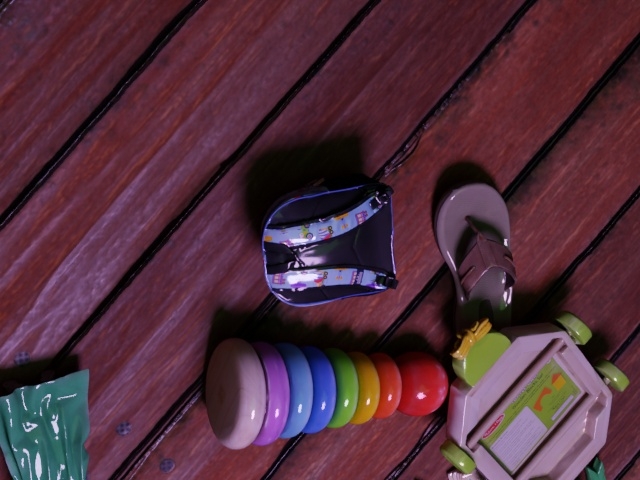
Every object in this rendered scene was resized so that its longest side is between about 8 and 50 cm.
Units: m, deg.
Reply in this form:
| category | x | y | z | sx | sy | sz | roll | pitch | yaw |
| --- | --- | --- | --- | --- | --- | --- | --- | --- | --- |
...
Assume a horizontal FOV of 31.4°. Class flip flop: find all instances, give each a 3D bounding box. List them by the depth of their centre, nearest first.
| category | x | y | z | sx | sy | sz | roll | pitch | yaw |
| --- | --- | --- | --- | --- | --- | --- | --- | --- | --- |
| flip flop | 0.224 | 0.047 | 1.561 | 0.112 | 0.080 | 0.277 | -13 | 111 | -17 |

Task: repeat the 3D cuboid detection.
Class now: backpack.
| category | x | y | z | sx | sy | sz | roll | pitch | yaw |
| --- | --- | --- | --- | --- | --- | --- | --- | --- | --- |
| backpack | 0.000 | 0.000 | 1.439 | 0.173 | 0.117 | 0.158 | -11 | 110 | -18 |

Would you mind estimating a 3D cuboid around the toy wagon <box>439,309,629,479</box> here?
| category | x | y | z | sx | sy | sz | roll | pitch | yaw |
| --- | --- | --- | --- | --- | --- | --- | --- | --- | --- |
| toy wagon | 0.279 | 0.219 | 1.592 | 0.267 | 0.068 | 0.344 | -47 | 121 | -8 |

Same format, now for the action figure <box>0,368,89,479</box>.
| category | x | y | z | sx | sy | sz | roll | pitch | yaw |
| --- | --- | --- | --- | --- | --- | --- | --- | --- | --- |
| action figure | -0.340 | 0.281 | 1.425 | 0.137 | 0.063 | 0.232 | -12 | 106 | -19 |

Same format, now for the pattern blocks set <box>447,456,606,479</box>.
| category | x | y | z | sx | sy | sz | roll | pitch | yaw |
| --- | --- | --- | --- | --- | --- | --- | --- | --- | --- |
| pattern blocks set | 0.285 | 0.371 | 1.713 | 0.325 | 0.026 | 0.285 | -11 | 111 | -18 |

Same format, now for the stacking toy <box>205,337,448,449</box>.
| category | x | y | z | sx | sy | sz | roll | pitch | yaw |
| --- | --- | --- | --- | --- | --- | --- | --- | --- | --- |
| stacking toy | 0.022 | 0.199 | 1.513 | 0.330 | 0.141 | 0.141 | 2 | 105 | -28 |
